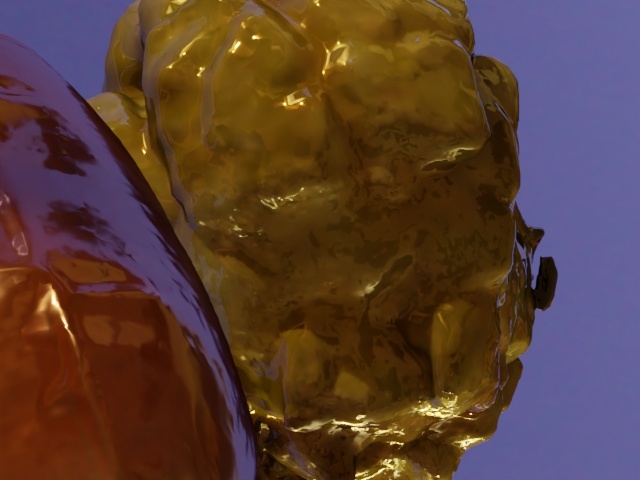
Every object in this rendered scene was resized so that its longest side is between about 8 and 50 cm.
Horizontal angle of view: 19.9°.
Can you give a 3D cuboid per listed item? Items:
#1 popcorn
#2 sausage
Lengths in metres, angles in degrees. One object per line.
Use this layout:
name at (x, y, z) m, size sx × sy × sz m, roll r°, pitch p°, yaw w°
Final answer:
popcorn at (0.000, 0.000, 0.843) m, size 0.215 × 0.252 × 0.286 m, roll -24°, pitch -38°, yaw -3°
sausage at (-0.096, 0.023, 0.517) m, size 0.133 × 0.258 × 0.133 m, roll -9°, pitch -57°, yaw -15°
